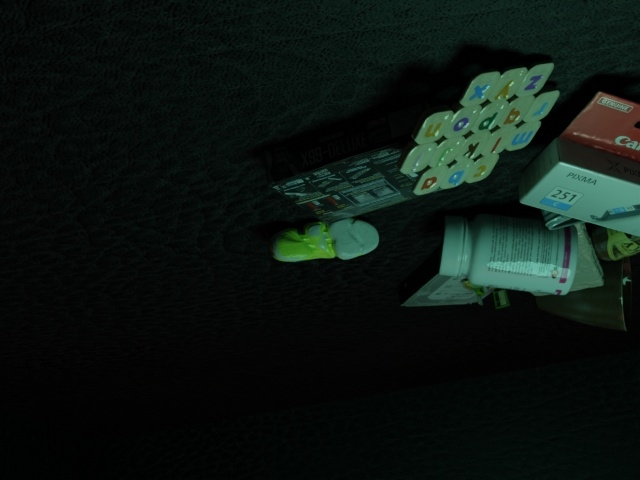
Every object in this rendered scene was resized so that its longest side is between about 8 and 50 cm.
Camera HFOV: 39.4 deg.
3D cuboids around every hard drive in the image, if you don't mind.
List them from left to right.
[{"bbox_3d":[0.367,0.091,2.316,0.237,0.064,0.339,-1,159,-18],"label":"hard drive"}]

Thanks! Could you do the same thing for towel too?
[{"bbox_3d":[0.544,0.026,2.092,0.187,0.049,0.282,-11,136,23],"label":"towel"}]

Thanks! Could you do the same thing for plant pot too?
[{"bbox_3d":[0.701,0.134,2.392,0.230,0.215,0.215,-2,164,25],"label":"plant pot"}]

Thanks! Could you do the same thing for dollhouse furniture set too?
[{"bbox_3d":[0.426,0.132,2.270,0.076,0.058,0.152,-21,156,29],"label":"dollhouse furniture set"}]

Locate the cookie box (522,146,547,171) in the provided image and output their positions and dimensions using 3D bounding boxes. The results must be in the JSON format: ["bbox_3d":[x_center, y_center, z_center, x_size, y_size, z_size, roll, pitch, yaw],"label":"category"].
[{"bbox_3d":[0.466,-0.144,1.765,0.092,0.040,0.107,-3,159,-15],"label":"cookie box"}]

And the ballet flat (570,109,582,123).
[{"bbox_3d":[0.482,-0.175,1.647,0.070,0.070,0.188,-8,152,0],"label":"ballet flat"}]

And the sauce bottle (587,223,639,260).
[{"bbox_3d":[0.716,-0.016,2.097,0.111,0.111,0.344,9,156,-38],"label":"sauce bottle"}]

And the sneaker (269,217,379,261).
[{"bbox_3d":[0.000,0.000,1.939,0.240,0.091,0.126,-3,177,-16],"label":"sneaker"}]

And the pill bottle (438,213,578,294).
[{"bbox_3d":[0.406,0.025,1.958,0.283,0.160,0.160,7,160,4],"label":"pill bottle"}]

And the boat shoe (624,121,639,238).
[{"bbox_3d":[0.642,-0.130,1.743,0.104,0.110,0.307,-18,144,2],"label":"boat shoe"}]

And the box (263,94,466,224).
[{"bbox_3d":[0.091,-0.133,1.604,0.307,0.076,0.242,-17,158,22],"label":"box"}]

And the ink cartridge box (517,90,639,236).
[{"bbox_3d":[0.546,-0.123,1.588,0.296,0.066,0.261,14,145,-15],"label":"ink cartridge box"}]

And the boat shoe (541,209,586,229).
[{"bbox_3d":[0.614,-0.074,1.914,0.320,0.103,0.118,0,158,-19],"label":"boat shoe"}]

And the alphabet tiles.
[{"bbox_3d":[0.261,-0.185,1.472,0.284,0.021,0.278,-15,148,-29],"label":"alphabet tiles"}]
